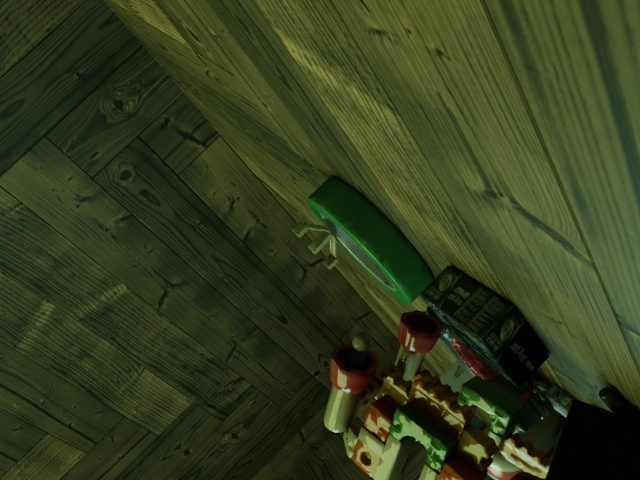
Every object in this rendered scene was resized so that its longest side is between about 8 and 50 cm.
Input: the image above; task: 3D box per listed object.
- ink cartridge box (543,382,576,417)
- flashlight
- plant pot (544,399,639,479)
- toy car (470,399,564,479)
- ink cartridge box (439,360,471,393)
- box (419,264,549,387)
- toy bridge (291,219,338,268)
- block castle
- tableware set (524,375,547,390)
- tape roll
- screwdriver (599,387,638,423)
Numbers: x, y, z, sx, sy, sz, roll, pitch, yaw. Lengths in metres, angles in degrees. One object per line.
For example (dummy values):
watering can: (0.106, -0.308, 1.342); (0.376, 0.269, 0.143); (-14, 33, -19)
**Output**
ink cartridge box: (0.468, 0.316, 1.248); (0.063, 0.029, 0.115); (49, 175, -31)
flashlight: (0.325, 0.244, 1.364); (0.304, 0.103, 0.103); (56, -163, 15)
plant pot: (0.434, 0.358, 0.941); (0.167, 0.187, 0.188); (-2, 138, 48)
toy car: (0.449, 0.487, 1.474); (0.219, 0.210, 0.238); (22, 138, 52)
ink cartridge box: (0.364, 0.344, 1.674); (0.093, 0.154, 0.212); (44, 175, 21)
box: (0.276, 0.142, 1.154); (0.147, 0.077, 0.180); (48, 175, -31)
toy bridge: (0.000, 0.000, 1.551); (0.026, 0.063, 0.188); (42, 176, 37)
block castle: (0.247, 0.308, 1.187); (0.453, 0.213, 0.303); (33, -147, 33)
tableware set: (0.400, 0.276, 1.459); (0.128, 0.039, 0.194); (62, 166, -12)
tape roll: (0.106, 0.001, 1.484); (0.321, 0.077, 0.321); (45, 175, 5)
screwdriver: (0.460, 0.267, 0.981); (0.170, 0.024, 0.025); (40, -153, -18)
